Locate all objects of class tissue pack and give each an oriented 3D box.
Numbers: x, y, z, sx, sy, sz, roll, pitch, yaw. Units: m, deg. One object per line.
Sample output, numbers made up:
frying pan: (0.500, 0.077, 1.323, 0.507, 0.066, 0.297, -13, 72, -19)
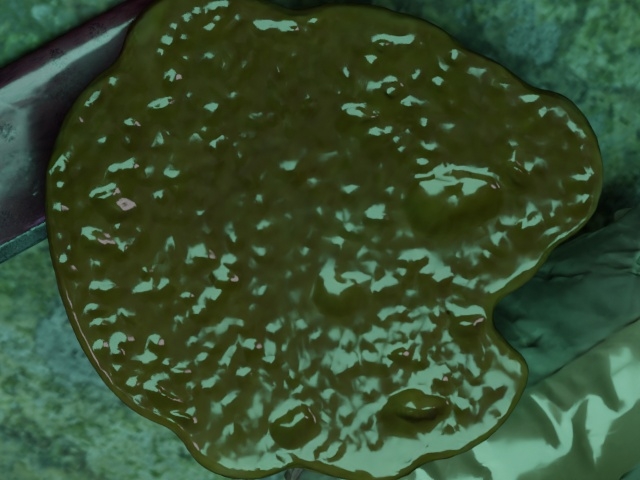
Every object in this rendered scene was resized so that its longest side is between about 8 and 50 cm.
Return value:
tissue pack: (0.172, 0.186, 1.343, 0.390, 0.195, 0.375, -31, 126, 1)

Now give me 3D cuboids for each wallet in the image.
wallet: (-0.172, -0.069, 1.209, 0.232, 0.025, 0.119, -29, 118, -1)

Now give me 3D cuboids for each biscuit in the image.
biscuit: (0.000, 0.000, 1.170, 0.351, 0.057, 0.312, 3, 92, -2)
